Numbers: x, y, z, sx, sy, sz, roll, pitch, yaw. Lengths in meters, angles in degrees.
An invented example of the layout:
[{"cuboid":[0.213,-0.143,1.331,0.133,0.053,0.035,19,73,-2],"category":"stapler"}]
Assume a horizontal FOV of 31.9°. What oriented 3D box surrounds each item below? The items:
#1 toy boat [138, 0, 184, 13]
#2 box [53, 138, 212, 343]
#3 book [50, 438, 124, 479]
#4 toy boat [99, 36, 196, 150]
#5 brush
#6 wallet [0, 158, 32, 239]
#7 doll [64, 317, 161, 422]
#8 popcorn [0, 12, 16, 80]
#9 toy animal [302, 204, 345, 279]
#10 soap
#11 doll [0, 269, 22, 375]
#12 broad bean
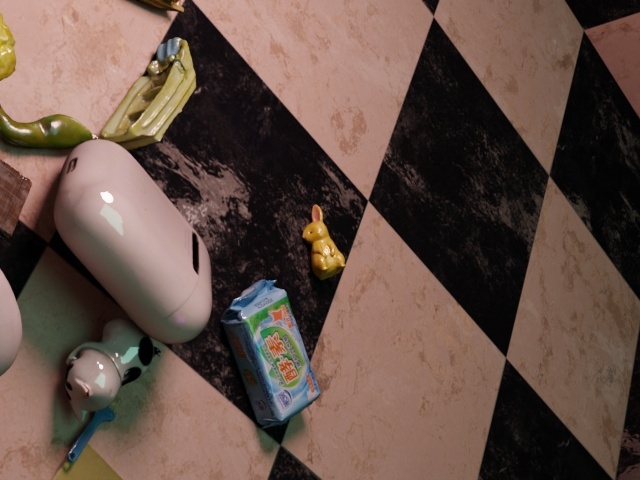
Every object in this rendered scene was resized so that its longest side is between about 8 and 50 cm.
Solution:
[{"cuboid":[-0.341,-0.504,2.148,0.226,0.088,0.068,20,65,-47],"category":"toy boat"},{"cuboid":[-0.317,0.000,1.929,0.349,0.141,0.289,53,10,-26],"category":"box"},{"cuboid":[-0.386,0.455,1.880,0.192,0.013,0.168,55,44,-25],"category":"book"},{"cuboid":[-0.311,-0.264,2.098,0.084,0.111,0.276,54,40,-33],"category":"toy boat"},{"cuboid":[-0.387,0.315,1.902,0.051,0.014,0.164,56,36,-21],"category":"brush"},{"cuboid":[-0.572,-0.108,1.790,0.230,0.042,0.124,41,47,-37],"category":"wallet"},{"cuboid":[-0.364,0.214,1.902,0.180,0.107,0.110,-41,155,-41],"category":"doll"},{"cuboid":[-0.576,-0.299,1.747,0.198,0.198,0.212,-5,61,-51],"category":"popcorn"},{"cuboid":[-0.003,0.001,2.447,0.070,0.083,0.159,-10,76,-25],"category":"toy animal"},{"cuboid":[-0.099,0.230,2.243,0.156,0.077,0.293,-29,102,-50],"category":"soap"},{"cuboid":[-0.565,0.113,1.625,0.251,0.221,0.221,52,38,11],"category":"doll"},{"cuboid":[-0.472,-0.188,1.930,0.213,0.048,0.070,9,74,-46],"category":"broad bean"}]
